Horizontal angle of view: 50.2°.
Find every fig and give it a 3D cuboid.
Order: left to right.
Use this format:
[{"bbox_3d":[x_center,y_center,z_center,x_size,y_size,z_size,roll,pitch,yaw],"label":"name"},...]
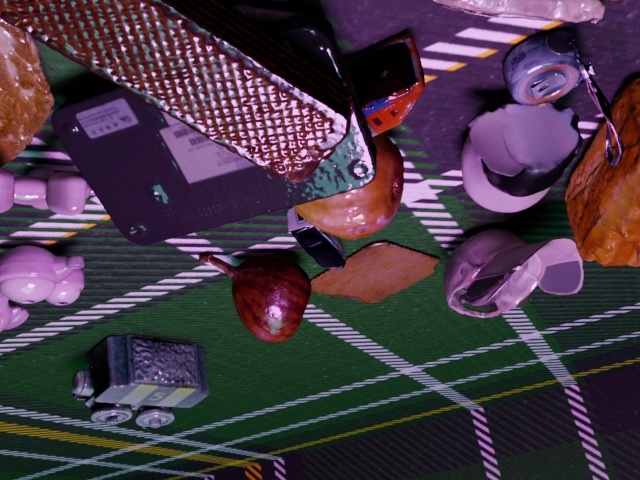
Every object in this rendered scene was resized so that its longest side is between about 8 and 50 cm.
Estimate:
[{"bbox_3d":[-0.096,0.086,1.261,0.149,0.148,0.202,-37,123,-21],"label":"fig"},{"bbox_3d":[-0.011,-0.083,0.982,0.257,0.159,0.159,3,155,11],"label":"fig"}]

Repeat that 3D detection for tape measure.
[{"bbox_3d":[0.307,-0.170,0.866,0.107,0.179,0.104,-24,166,24],"label":"tape measure"}]

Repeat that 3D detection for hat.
[{"bbox_3d":[0.351,0.048,1.279,0.232,0.161,0.275,-8,166,-26],"label":"hat"}]

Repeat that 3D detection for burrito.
[{"bbox_3d":[0.212,-0.275,0.742,0.229,0.058,0.063,-1,118,-17],"label":"burrito"}]

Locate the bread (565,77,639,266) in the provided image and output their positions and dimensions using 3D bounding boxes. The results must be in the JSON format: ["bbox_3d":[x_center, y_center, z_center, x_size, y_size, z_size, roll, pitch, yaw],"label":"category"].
[{"bbox_3d":[0.500,-0.091,1.054,0.149,0.195,0.344,-4,155,0],"label":"bread"}]

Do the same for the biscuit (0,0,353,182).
[{"bbox_3d":[-0.143,-0.188,0.655,0.388,0.073,0.107,29,128,-25],"label":"biscuit"}]

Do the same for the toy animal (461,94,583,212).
[{"bbox_3d":[0.271,-0.123,0.991,0.166,0.138,0.179,13,159,-1],"label":"toy animal"}]

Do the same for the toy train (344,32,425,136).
[{"bbox_3d":[-0.046,-0.136,0.898,0.409,0.086,0.089,-22,151,21],"label":"toy train"}]

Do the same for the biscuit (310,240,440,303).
[{"bbox_3d":[0.117,0.073,1.432,0.232,0.013,0.237,16,144,-40],"label":"biscuit"}]

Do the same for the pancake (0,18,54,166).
[{"bbox_3d":[-0.418,-0.161,0.770,0.197,0.054,0.376,7,148,-40],"label":"pancake"}]

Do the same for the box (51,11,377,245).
[{"bbox_3d":[-0.123,-0.120,0.815,0.350,0.058,0.211,-15,122,16],"label":"box"}]

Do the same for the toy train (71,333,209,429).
[{"bbox_3d":[-0.415,0.335,1.608,0.299,0.167,0.238,14,139,-40],"label":"toy train"}]

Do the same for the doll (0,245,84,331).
[{"bbox_3d":[-0.538,0.097,1.180,0.365,0.094,0.160,-24,153,27],"label":"doll"}]

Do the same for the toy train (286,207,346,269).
[{"bbox_3d":[0.000,0.001,1.223,0.055,0.048,0.252,-19,157,8],"label":"toy train"}]

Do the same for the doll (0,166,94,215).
[{"bbox_3d":[-0.367,-0.065,0.888,0.161,0.059,0.160,0,-172,-30],"label":"doll"}]

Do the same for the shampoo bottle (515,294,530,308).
[{"bbox_3d":[0.453,0.108,1.557,0.065,0.065,0.204,-14,152,8],"label":"shampoo bottle"}]
